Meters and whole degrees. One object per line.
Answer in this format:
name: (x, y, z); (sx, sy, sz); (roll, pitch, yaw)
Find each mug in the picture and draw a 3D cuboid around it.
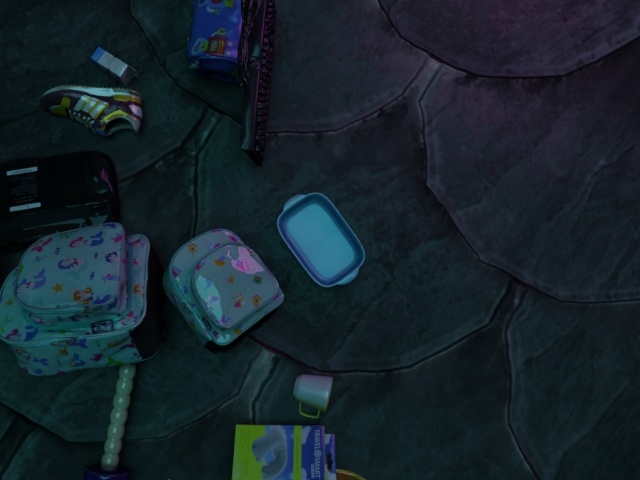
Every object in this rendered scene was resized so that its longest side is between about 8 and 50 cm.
mug: (-0.016, 0.274, 1.086); (0.064, 0.062, 0.078); (12, 75, 6)

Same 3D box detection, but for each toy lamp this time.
toy lamp: (-0.352, 0.319, 1.049); (0.080, 0.080, 0.275); (7, 81, -3)

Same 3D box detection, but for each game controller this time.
game controller: (-0.530, -0.070, 1.108); (0.319, 0.067, 0.167); (-10, 69, -5)

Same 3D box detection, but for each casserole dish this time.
casserole dish: (0.000, 0.000, 1.135); (0.114, 0.037, 0.188); (-36, 86, -8)

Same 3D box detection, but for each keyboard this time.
keyboard: (-0.112, -0.309, 1.087); (0.033, 0.201, 0.317); (2, 82, 9)

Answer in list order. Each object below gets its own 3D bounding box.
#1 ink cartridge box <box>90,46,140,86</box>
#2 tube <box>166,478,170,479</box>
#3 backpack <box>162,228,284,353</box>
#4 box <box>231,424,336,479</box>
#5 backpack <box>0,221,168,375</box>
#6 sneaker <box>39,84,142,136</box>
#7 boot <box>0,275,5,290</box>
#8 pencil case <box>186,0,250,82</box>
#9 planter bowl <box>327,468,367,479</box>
ink cartridge box: (-0.384, -0.322, 1.148); (0.083, 0.048, 0.028); (32, 82, 2)
tube: (-0.263, 0.524, 1.043); (0.080, 0.052, 0.207); (-19, 79, -11)
backpack: (-0.174, 0.076, 1.054); (0.166, 0.144, 0.188); (-36, 79, -28)
box: (-0.061, 0.378, 1.056); (0.178, 0.042, 0.109); (1, 53, -3)
backpack: (-0.400, 0.100, 1.006); (0.253, 0.191, 0.225); (-14, 45, 1)
sneaker: (-0.424, -0.234, 1.124); (0.185, 0.069, 0.084); (-2, 77, -3)
boot: (-0.697, 0.073, 0.929); (0.377, 0.138, 0.284); (-21, 127, -23)
pencil case: (-0.180, -0.448, 1.145); (0.133, 0.119, 0.306); (1, 82, 16)
planter bowl: (0.023, 0.511, 1.039); (0.217, 0.090, 0.217); (0, 82, -3)
